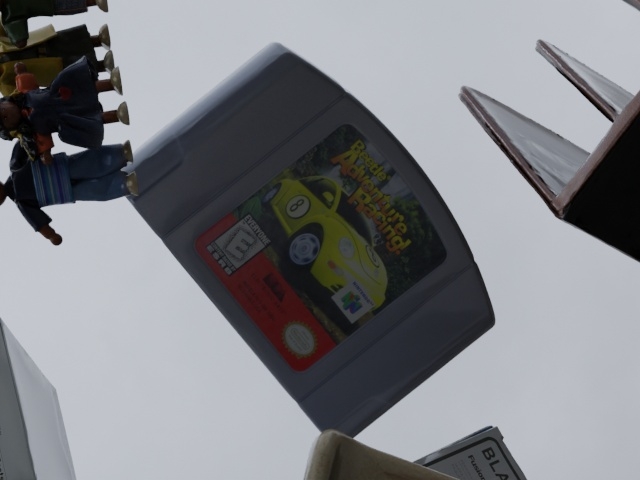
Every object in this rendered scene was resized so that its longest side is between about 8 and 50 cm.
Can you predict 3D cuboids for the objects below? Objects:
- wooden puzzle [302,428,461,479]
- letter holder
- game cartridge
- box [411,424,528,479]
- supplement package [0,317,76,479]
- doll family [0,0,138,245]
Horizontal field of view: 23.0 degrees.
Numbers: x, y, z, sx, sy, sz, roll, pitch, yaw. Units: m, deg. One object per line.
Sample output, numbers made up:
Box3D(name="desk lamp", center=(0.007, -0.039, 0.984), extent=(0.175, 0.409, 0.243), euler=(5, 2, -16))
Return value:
Box3D(name="wooden puzzle", center=(0.126, 0.291, 0.853), extent=(0.080, 0.347, 0.322), euler=(-47, 23, 52))
Box3D(name="letter holder", center=(0.282, -0.070, 1.201), extent=(0.302, 0.214, 0.152), euler=(26, -72, -32))
Box3D(name="game cartridge", center=(0.000, 0.000, 1.243), extent=(0.196, 0.060, 0.294), euler=(-40, -74, -3))
Box3D(name="box", center=(0.066, 0.271, 1.096), extent=(0.087, 0.169, 0.290), euler=(-17, -22, -36))
Box3D(name="supplement package", center=(-0.324, 0.186, 1.308), extent=(0.203, 0.149, 0.194), euler=(-16, -24, -2))
Box3D(name="doll family", center=(-0.190, -0.095, 1.057), extent=(0.111, 0.193, 0.076), euler=(-10, -18, -11))
